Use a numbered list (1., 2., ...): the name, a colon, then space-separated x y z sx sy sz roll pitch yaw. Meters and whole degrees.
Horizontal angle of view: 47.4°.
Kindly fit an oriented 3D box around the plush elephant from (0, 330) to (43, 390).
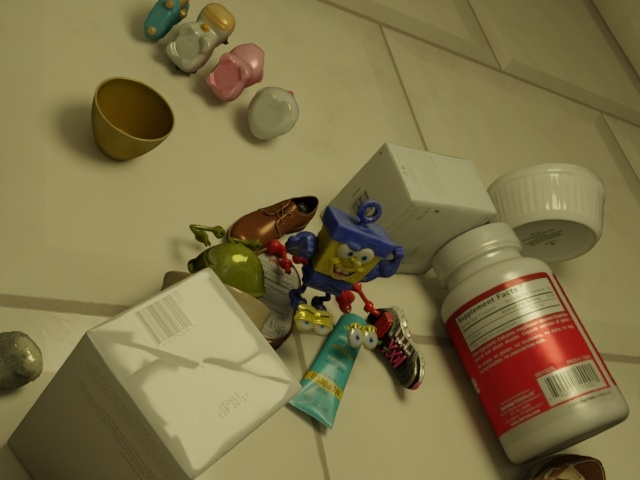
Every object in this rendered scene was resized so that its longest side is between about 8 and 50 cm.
1. plush elephant: -0.460 0.084 0.733 0.272 0.255 0.330 45 41 1

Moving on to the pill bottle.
1. pill bottle: 0.367 0.181 1.349 0.229 0.229 0.407 0 57 -39

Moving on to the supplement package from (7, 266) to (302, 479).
1. supplement package: -0.197 0.199 0.823 0.175 0.293 0.177 51 41 7

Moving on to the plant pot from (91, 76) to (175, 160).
1. plant pot: -0.321 -0.187 1.200 0.134 0.095 0.134 23 45 -24

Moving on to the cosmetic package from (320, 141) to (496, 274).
1. cosmetic package: 0.164 -0.051 1.382 0.225 0.224 0.138 4 54 -37

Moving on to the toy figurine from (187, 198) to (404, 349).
1. toy figurine: 0.000 0.000 1.131 0.363 0.217 0.191 22 30 -27

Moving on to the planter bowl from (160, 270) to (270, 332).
1. planter bowl: -0.165 0.126 1.036 0.162 0.162 0.109 27 71 -19

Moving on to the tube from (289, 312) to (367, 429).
1. tube: 0.020 0.206 1.189 0.080 0.052 0.207 30 46 0

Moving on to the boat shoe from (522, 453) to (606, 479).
1. boat shoe: 0.399 0.441 1.223 0.324 0.116 0.123 -11 82 -41

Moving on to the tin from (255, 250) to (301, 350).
1. tin: -0.087 0.097 1.199 0.106 0.040 0.189 31 42 -21

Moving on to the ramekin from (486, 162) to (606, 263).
1. ramekin: 0.508 -0.049 1.645 0.273 0.273 0.127 19 58 -26

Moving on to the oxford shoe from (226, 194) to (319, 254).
1. oxford shoe: -0.082 -0.038 1.288 0.076 0.076 0.212 52 43 7

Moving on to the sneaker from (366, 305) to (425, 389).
1. sneaker: 0.126 0.186 1.278 0.075 0.063 0.170 11 45 -33

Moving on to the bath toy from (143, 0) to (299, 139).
1. bath toy: -0.177 -0.343 1.436 0.348 0.151 0.129 44 5 -1
